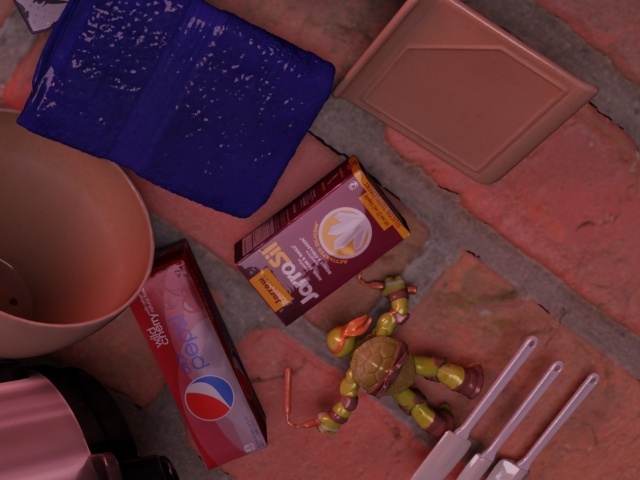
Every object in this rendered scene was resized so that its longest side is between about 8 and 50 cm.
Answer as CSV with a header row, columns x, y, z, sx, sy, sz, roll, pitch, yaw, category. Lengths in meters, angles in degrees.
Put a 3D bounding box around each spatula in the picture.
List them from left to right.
x,y,z,sx,sy,sz,roll,pitch,yaw,category
0.239,0.237,1.642,0.168,0.019,0.242,29,103,-30,spatula

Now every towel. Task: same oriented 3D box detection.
x,y,z,sx,sy,sz,roll,pitch,yaw,category
-0.162,-0.173,1.476,0.308,0.076,0.228,24,112,-22,towel

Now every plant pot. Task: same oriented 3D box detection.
x,y,z,sx,sy,sz,roll,pitch,yaw,category
-0.355,0.022,1.459,0.284,0.284,0.191,32,132,-12,plant pot

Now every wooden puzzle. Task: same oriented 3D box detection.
x,y,z,sx,sy,sz,roll,pitch,yaw,category
0.161,-0.175,1.478,0.238,0.044,0.221,27,145,-13,wooden puzzle

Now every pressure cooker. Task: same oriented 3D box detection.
x,y,z,sx,sy,sz,roll,pitch,yaw,category
-0.369,0.330,1.440,0.420,0.370,0.376,-8,120,-34,pressure cooker

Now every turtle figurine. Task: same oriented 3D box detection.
x,y,z,sx,sy,sz,roll,pitch,yaw,category
0.093,0.145,1.593,0.217,0.087,0.270,28,90,-19,turtle figurine

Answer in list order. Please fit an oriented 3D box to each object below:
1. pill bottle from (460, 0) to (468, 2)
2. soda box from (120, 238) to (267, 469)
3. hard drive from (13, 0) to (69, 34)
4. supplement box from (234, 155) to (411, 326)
x,y,z,sx,sy,sz,roll,pitch,yaw,category
0.033,-0.343,1.395,0.283,0.161,0.161,1,106,-13,pill bottle
-0.150,0.139,1.575,0.083,0.092,0.263,-22,107,4,soda box
-0.243,-0.356,1.445,0.254,0.054,0.172,-26,107,3,hard drive
0.000,0.000,1.551,0.188,0.081,0.104,-37,105,7,supplement box
